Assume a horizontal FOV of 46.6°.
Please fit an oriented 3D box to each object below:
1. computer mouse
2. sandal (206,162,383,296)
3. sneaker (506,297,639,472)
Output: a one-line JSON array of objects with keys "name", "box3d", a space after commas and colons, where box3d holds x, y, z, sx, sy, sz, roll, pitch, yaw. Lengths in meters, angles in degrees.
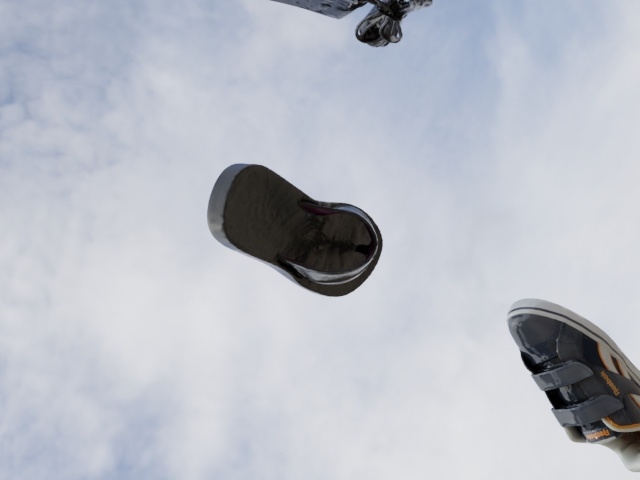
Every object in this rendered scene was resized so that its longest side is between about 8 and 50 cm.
[{"name": "computer mouse", "box3d": [-0.011, -0.322, 0.882, 0.272, 0.188, 0.072, 15, -96, -11]}, {"name": "sandal", "box3d": [-0.001, 0.002, 1.193, 0.446, 0.107, 0.167, 19, -97, -55]}, {"name": "sneaker", "box3d": [0.405, 0.223, 1.128, 0.321, 0.126, 0.127, 38, -123, -6]}]
